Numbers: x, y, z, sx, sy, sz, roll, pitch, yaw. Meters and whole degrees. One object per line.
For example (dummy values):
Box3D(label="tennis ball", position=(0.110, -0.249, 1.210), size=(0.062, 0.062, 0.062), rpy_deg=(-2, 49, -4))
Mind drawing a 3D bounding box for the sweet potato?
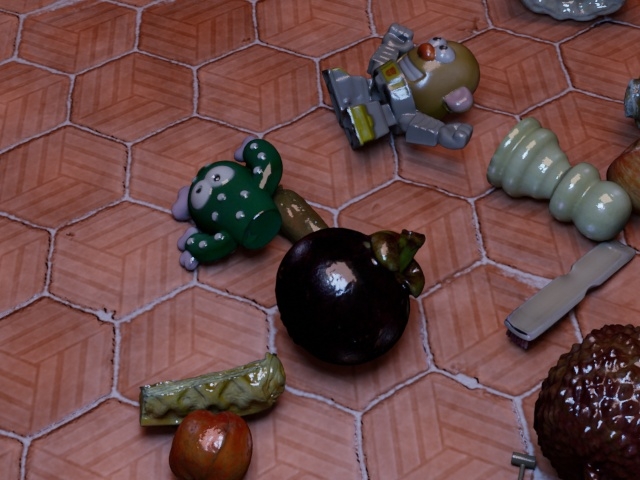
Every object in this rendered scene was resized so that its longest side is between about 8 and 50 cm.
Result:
Box3D(label="sweet potato", position=(0.000, 0.000, 1.876), size=(0.075, 0.075, 0.273), rpy_deg=(-34, 59, -26))

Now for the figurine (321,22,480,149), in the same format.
Box3D(label="figurine", position=(0.168, -0.290, 2.061), size=(0.284, 0.167, 0.343), rpy_deg=(-18, 72, -5))

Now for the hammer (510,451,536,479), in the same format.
Box3D(label="hammer", position=(0.292, 0.365, 1.587), size=(0.035, 0.019, 0.110), rpy_deg=(12, 55, 11))

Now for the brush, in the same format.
Box3D(label="brush", position=(0.423, 0.087, 1.816), size=(0.060, 0.050, 0.321), rpy_deg=(34, 49, 30))

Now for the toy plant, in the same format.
Box3D(label="toy plant", position=(-0.162, -0.069, 1.894), size=(0.232, 0.112, 0.243), rpy_deg=(-28, 47, 16))

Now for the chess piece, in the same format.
Box3D(label="chess piece", position=(0.437, -0.094, 1.916), size=(0.251, 0.144, 0.144), rpy_deg=(39, 59, 25))

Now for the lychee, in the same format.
Box3D(label="lychee", position=(0.428, 0.263, 1.511), size=(0.264, 0.264, 0.300), rpy_deg=(21, 61, 18))

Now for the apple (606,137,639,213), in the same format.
Box3D(label="apple", position=(0.589, -0.114, 1.925), size=(0.131, 0.146, 0.146), rpy_deg=(47, 61, 7))

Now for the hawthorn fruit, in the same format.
Box3D(label="hawthorn fruit", position=(-0.160, 0.306, 1.576), size=(0.128, 0.128, 0.128), rpy_deg=(0, 48, 0))

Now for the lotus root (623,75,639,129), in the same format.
Box3D(label="lotus root", position=(0.745, -0.253, 2.034), size=(0.349, 0.175, 0.175), rpy_deg=(11, 49, 3))

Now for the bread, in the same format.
Box3D(label="bread", position=(-0.166, 0.234, 1.644), size=(0.232, 0.128, 0.088), rpy_deg=(-12, 87, -7))

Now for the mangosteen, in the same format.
Box3D(label="mangosteen", position=(0.058, 0.072, 1.693), size=(0.265, 0.228, 0.228), rpy_deg=(-36, 51, 10))

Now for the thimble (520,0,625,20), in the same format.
Box3D(label="thimble", position=(0.537, -0.622, 2.279), size=(0.291, 0.291, 0.195), rpy_deg=(5, 50, 5))
